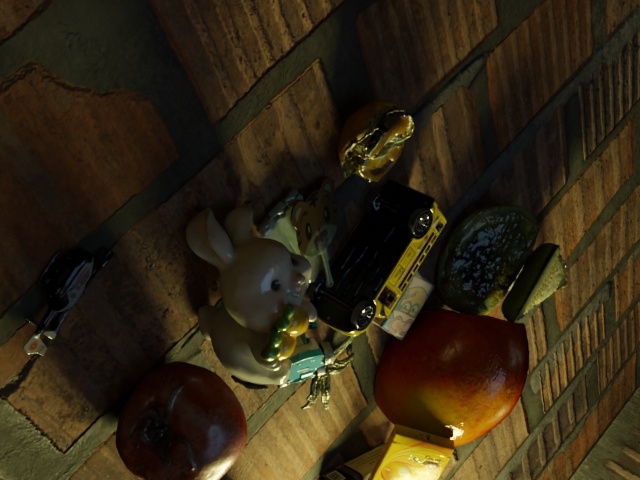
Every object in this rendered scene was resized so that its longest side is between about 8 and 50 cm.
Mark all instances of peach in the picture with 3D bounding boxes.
[{"bbox_3d":[0.325,0.322,2.142,0.380,0.306,0.242,-59,151,6],"label":"peach"}]

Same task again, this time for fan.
[{"bbox_3d":[0.000,0.000,1.708,0.152,0.008,0.227,-44,133,-43],"label":"fan"}]

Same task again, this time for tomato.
[{"bbox_3d":[-0.235,0.329,1.552,0.232,0.232,0.188,-65,165,7],"label":"tomato"}]

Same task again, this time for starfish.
[{"bbox_3d":[0.029,0.284,1.965,0.176,0.053,0.208,-13,132,-57],"label":"starfish"}]

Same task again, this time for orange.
[{"bbox_3d":[0.096,-0.195,1.675,0.170,0.112,0.160,-36,155,7],"label":"orange"}]

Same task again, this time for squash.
[{"bbox_3d":[0.542,0.142,2.299,0.252,0.093,0.169,-56,140,-19],"label":"squash"}]

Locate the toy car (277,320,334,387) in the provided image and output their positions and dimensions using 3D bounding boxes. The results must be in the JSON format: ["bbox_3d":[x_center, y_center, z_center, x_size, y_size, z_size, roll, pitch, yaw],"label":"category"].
[{"bbox_3d":[-0.046,0.237,1.832,0.126,0.098,0.161,-15,159,-12],"label":"toy car"}]

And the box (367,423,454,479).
[{"bbox_3d":[0.203,0.567,2.131,0.152,0.043,0.269,16,121,-8],"label":"box"}]

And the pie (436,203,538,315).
[{"bbox_3d":[0.417,0.044,2.212,0.323,0.070,0.323,-18,126,-27],"label":"pie"}]

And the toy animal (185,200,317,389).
[{"bbox_3d":[-0.111,0.097,1.533,0.182,0.247,0.310,-37,144,-32],"label":"toy animal"}]

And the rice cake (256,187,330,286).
[{"bbox_3d":[-0.051,0.005,1.693,0.124,0.038,0.211,-52,142,-16],"label":"rice cake"}]

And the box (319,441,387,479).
[{"bbox_3d":[0.094,0.633,2.257,0.259,0.071,0.168,-15,125,-44],"label":"box"}]

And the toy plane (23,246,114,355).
[{"bbox_3d":[-0.391,0.086,1.338,0.197,0.053,0.078,-60,153,-7],"label":"toy plane"}]

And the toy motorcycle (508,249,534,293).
[{"bbox_3d":[0.554,0.072,2.423,0.152,0.073,0.225,-46,140,-23],"label":"toy motorcycle"}]

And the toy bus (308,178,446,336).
[{"bbox_3d":[0.122,0.049,1.837,0.331,0.145,0.151,-57,145,-6],"label":"toy bus"}]

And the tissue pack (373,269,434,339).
[{"bbox_3d":[0.185,0.140,2.040,0.155,0.065,0.115,-57,142,-3],"label":"tissue pack"}]
